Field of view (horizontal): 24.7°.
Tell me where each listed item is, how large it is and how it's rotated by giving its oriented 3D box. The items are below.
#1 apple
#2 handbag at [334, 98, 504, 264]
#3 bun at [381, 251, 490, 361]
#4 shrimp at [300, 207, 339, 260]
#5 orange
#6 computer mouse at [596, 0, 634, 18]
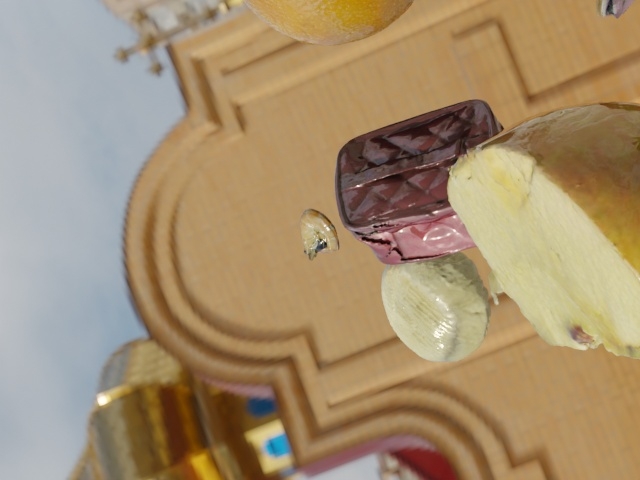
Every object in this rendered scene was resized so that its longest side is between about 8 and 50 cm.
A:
[{"bbox_3d":[0.289,-0.010,1.366,0.309,0.314,0.252,159,120,-72],"label":"apple"},{"bbox_3d":[0.132,-0.066,1.722,0.135,0.225,0.146,47,-144,-51],"label":"handbag"},{"bbox_3d":[0.161,0.076,1.942,0.164,0.111,0.188,45,152,30],"label":"bun"},{"bbox_3d":[0.000,0.000,1.785,0.059,0.023,0.108,32,153,21],"label":"shrimp"},{"bbox_3d":[0.005,-0.376,1.853,0.264,0.264,0.264,-23,-90,-79],"label":"orange"},{"bbox_3d":[0.409,-0.402,1.798,0.310,0.071,0.158,-48,-29,-30],"label":"computer mouse"}]
